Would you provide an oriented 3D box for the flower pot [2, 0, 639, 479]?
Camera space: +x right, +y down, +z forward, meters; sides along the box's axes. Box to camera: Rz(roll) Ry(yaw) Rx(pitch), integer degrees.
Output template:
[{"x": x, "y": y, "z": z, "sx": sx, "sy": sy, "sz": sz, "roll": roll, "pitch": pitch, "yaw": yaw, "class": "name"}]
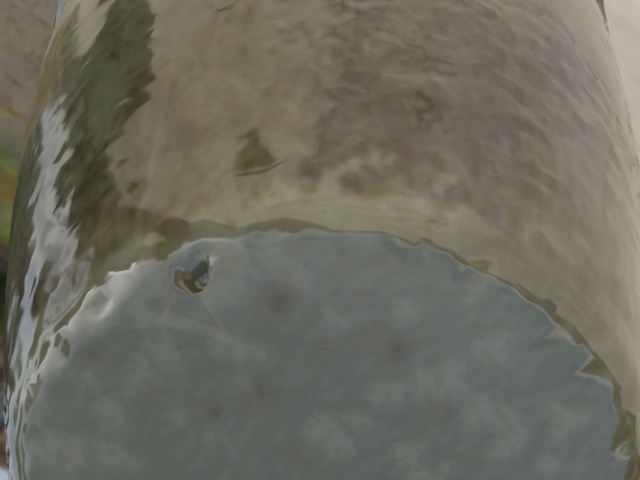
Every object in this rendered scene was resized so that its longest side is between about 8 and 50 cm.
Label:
[{"x": 0.000, "y": 0.000, "z": 0.586, "sx": 0.293, "sy": 0.293, "sz": 0.330, "roll": 39, "pitch": -153, "yaw": -21, "class": "flower pot"}]
